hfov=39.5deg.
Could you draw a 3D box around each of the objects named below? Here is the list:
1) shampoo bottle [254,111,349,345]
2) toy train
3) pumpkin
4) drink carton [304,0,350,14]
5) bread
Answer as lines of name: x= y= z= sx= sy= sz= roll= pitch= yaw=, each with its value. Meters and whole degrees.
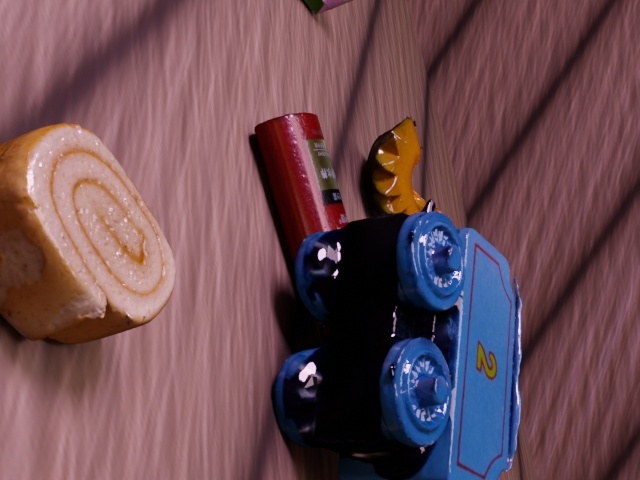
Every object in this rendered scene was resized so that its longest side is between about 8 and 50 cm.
shampoo bottle: x=0.001 y=-0.001 z=1.092 sx=0.118 sy=0.076 sz=0.314 roll=-7 pitch=80 yaw=-76
toy train: x=0.099 y=0.117 z=0.973 sx=0.265 sy=0.188 sz=0.300 roll=35 pitch=55 yaw=-42
pumpkin: x=0.113 y=-0.100 z=1.569 sx=0.130 sy=0.149 sz=0.254 roll=-47 pitch=135 yaw=-21
drink carton: x=-0.023 y=-0.510 z=1.477 sx=0.271 sy=0.108 sz=0.161 roll=31 pitch=44 yaw=-65
bread: x=-0.165 y=0.003 z=0.576 sx=0.149 sy=0.073 sz=0.122 roll=62 pitch=25 yaw=-26
